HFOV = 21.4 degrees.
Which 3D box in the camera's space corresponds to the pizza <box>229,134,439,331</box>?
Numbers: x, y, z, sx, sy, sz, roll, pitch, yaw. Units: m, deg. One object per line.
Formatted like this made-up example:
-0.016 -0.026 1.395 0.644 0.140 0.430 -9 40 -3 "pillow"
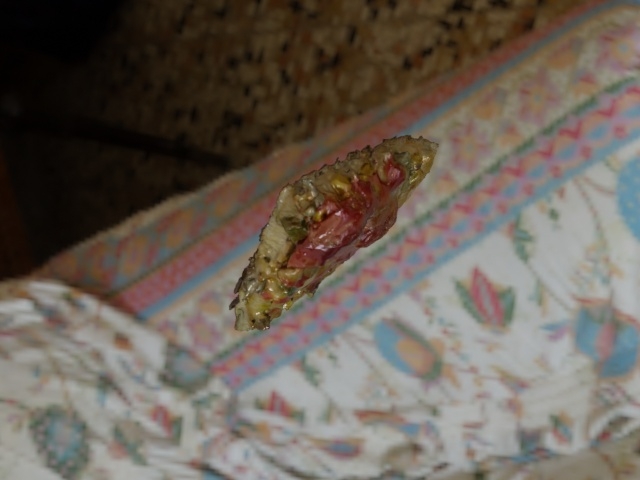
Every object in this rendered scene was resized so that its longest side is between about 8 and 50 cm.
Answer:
0.000 0.006 0.664 0.029 0.100 0.099 47 122 16 "pizza"
